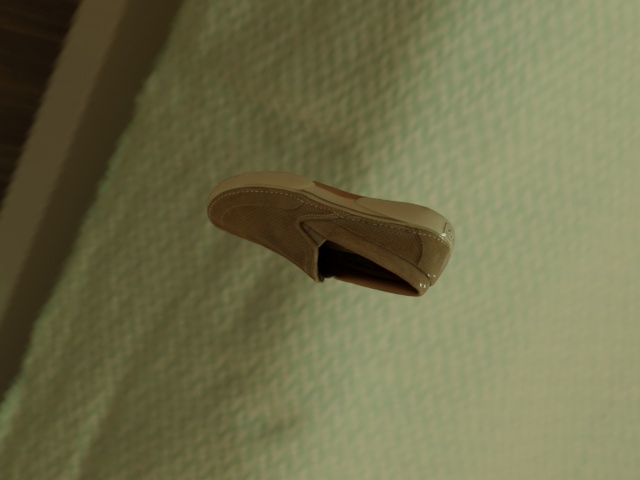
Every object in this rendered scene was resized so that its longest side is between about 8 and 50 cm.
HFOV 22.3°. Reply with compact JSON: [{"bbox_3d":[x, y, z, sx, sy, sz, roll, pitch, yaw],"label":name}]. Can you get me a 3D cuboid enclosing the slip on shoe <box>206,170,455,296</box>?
[{"bbox_3d":[0.000,0.000,0.826,0.051,0.135,0.041,76,31,-54],"label":"slip on shoe"}]
